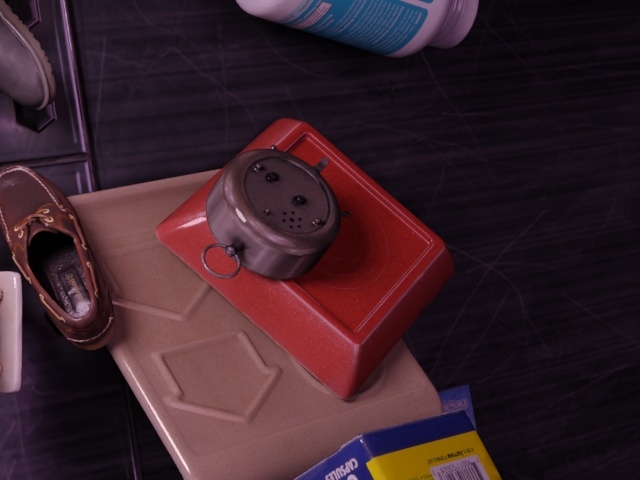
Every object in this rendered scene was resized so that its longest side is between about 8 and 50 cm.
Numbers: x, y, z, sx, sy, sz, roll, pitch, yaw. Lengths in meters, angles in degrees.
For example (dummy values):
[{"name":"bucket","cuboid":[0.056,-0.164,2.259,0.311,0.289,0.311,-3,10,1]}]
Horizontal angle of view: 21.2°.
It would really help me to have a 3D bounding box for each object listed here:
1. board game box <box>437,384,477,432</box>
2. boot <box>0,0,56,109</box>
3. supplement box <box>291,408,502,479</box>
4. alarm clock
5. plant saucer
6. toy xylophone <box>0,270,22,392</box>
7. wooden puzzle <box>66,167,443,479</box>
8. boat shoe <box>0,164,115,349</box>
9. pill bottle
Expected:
[{"name":"board game box","cuboid":[0.140,0.219,1.967,0.090,0.020,0.090,-12,92,-35]},{"name":"boot","cuboid":[-0.374,-0.161,1.600,0.208,0.076,0.190,-40,95,-38]},{"name":"supplement box","cuboid":[0.101,0.364,1.580,0.195,0.194,0.357,-4,62,-56]},{"name":"alarm clock","cuboid":[-0.054,-0.020,1.673,0.129,0.064,0.192,41,47,3]},{"name":"plant saucer","cuboid":[0.000,0.000,1.766,0.258,0.048,0.259,41,45,3]},{"name":"toy xylophone","cuboid":[-0.427,0.054,1.542,0.322,0.081,0.236,-8,90,-36]},{"name":"wooden puzzle","cuboid":[-0.081,0.094,1.729,0.322,0.080,0.348,-13,63,-39]},{"name":"boat shoe","cuboid":[-0.254,0.006,1.616,0.073,0.073,0.207,-33,66,-5]},{"name":"pill bottle","cuboid":[0.044,-0.284,1.861,0.264,0.146,0.146,13,79,-34]}]
